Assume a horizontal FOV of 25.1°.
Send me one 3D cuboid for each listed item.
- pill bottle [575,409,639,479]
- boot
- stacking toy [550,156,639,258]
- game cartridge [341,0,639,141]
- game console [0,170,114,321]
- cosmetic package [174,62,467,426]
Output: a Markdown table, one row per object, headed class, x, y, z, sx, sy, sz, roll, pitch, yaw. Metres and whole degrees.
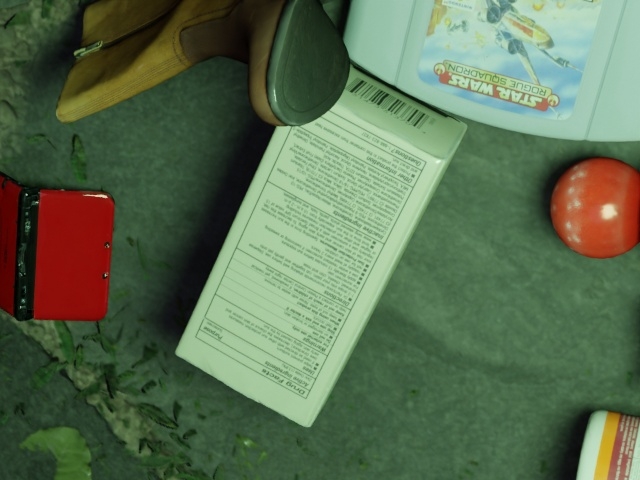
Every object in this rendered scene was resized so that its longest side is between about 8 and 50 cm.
| class | x | y | z | sx | sy | sz | roll | pitch | yaw |
| --- | --- | --- | --- | --- | --- | --- | --- | --- | --- |
| pill bottle | 0.344 | 0.231 | 1.295 | 0.221 | 0.121 | 0.121 | 10 | 111 | 14 |
| boot | -0.118 | -0.162 | 1.238 | 0.280 | 0.264 | 0.096 | -16 | 138 | 23 |
| stacking toy | 0.356 | -0.016 | 1.207 | 0.330 | 0.141 | 0.141 | 5 | 110 | 20 |
| game cartridge | 0.171 | -0.197 | 1.244 | 0.297 | 0.062 | 0.198 | 17 | 108 | 12 |
| game console | -0.284 | 0.004 | 1.480 | 0.124 | 0.085 | 0.144 | 27 | 118 | 42 |
| cosmetic package | 0.000 | 0.000 | 1.324 | 0.153 | 0.129 | 0.296 | 29 | 114 | 5 |
